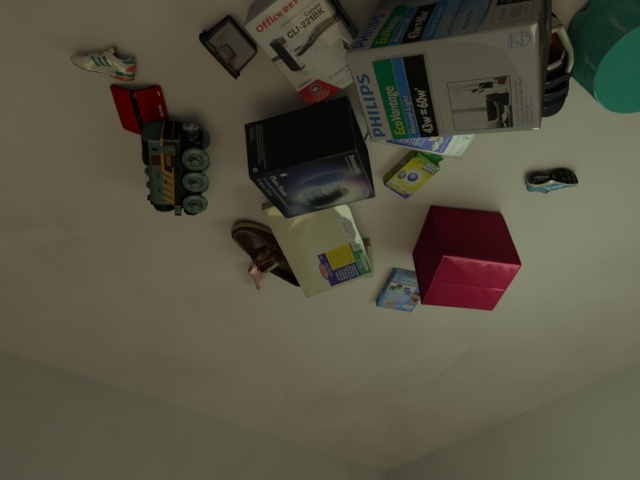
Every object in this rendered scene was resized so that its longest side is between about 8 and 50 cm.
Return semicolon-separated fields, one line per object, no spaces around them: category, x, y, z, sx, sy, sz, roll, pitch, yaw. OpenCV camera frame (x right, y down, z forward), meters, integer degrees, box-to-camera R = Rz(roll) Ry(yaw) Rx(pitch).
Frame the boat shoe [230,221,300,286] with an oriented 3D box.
boat shoe;-0.182;0.061;1.727;0.123;0.123;0.342;-32;127;27

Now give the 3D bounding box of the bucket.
bucket;0.764;-0.464;1.171;0.281;0.183;0.281;-1;136;-1

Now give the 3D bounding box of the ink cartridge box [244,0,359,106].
ink cartridge box;-0.025;-0.502;1.183;0.197;0.114;0.273;-27;128;25

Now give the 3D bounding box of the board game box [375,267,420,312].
board game box;0.334;0.205;1.927;0.160;0.039;0.212;11;133;-11

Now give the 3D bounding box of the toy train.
toy train;-0.434;-0.211;1.438;0.190;0.142;0.334;3;137;-13

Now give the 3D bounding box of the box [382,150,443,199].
box;0.296;-0.219;1.512;0.105;0.043;0.179;28;127;-25

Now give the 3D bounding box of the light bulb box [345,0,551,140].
light bulb box;0.294;-0.416;1.035;0.361;0.358;0.225;2;138;28

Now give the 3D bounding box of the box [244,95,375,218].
box;-0.019;-0.219;1.346;0.294;0.183;0.296;-14;158;12

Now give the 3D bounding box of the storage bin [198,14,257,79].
storage bin;-0.228;-0.496;1.212;0.091;0.098;0.135;-36;125;17

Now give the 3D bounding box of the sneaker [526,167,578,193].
sneaker;0.745;-0.188;1.541;0.162;0.063;0.073;-1;152;7

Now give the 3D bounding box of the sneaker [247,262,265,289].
sneaker;-0.252;0.136;1.854;0.070;0.051;0.134;12;130;-9

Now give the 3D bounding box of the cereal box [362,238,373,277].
cereal box;0.076;0.079;1.798;0.240;0.047;0.173;-6;134;5

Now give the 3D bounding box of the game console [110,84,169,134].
game console;-0.517;-0.381;1.373;0.124;0.085;0.144;-23;139;-22

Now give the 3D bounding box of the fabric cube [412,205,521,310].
fabric cube;0.486;0.064;1.640;0.258;0.254;0.259;5;135;-5

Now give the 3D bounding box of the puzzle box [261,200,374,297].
puzzle box;0.000;0.000;1.647;0.272;0.052;0.409;-20;123;5

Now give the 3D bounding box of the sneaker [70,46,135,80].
sneaker;-0.569;-0.480;1.258;0.161;0.057;0.075;15;116;-12

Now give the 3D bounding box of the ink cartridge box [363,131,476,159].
ink cartridge box;0.293;-0.336;1.350;0.332;0.065;0.165;7;135;-20

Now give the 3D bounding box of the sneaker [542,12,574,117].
sneaker;0.586;-0.435;1.244;0.126;0.127;0.321;-21;132;18
